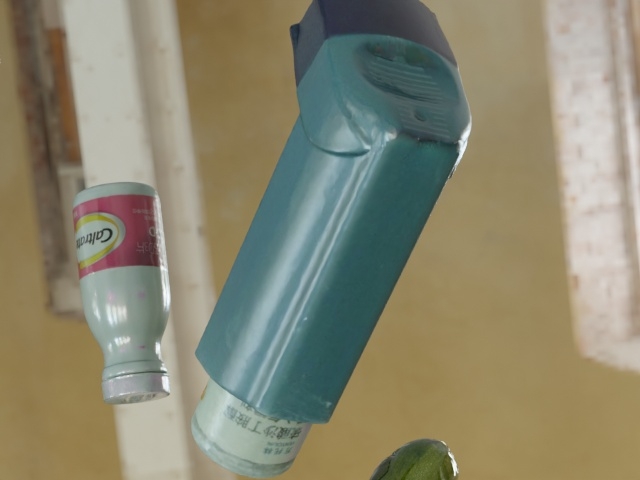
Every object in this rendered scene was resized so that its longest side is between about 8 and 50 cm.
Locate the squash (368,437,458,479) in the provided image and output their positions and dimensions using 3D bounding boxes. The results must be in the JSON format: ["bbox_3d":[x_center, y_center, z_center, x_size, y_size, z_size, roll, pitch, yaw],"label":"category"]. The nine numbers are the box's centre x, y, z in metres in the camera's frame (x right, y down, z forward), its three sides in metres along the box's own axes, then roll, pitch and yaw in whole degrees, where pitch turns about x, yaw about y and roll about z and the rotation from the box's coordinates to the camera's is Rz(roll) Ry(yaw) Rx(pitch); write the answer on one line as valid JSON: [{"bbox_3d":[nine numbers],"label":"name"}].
[{"bbox_3d":[0.041,0.304,1.549,0.087,0.087,0.331,-3,-146,33],"label":"squash"}]

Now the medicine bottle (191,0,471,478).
[{"bbox_3d":[0.000,0.000,0.879,0.079,0.258,0.124,10,-152,-27],"label":"medicine bottle"}]

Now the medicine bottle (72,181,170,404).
[{"bbox_3d":[-0.197,0.054,1.695,0.090,0.216,0.090,-8,166,-2],"label":"medicine bottle"}]
